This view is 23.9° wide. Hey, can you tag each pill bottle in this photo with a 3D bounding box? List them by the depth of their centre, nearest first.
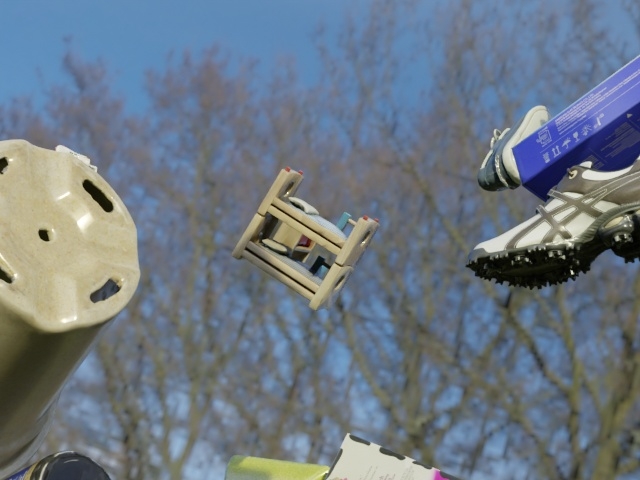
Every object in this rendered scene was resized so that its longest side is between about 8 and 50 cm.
[{"bbox_3d":[-0.330,0.322,1.649,0.219,0.123,0.122,-30,-47,31],"label":"pill bottle"}]

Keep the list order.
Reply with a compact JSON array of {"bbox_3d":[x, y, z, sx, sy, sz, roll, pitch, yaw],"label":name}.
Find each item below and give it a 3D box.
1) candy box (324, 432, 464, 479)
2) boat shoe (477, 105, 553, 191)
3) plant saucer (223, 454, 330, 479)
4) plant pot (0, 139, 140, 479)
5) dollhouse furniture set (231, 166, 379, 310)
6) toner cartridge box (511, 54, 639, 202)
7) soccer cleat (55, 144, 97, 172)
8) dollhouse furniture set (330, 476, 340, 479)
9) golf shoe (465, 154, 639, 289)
[{"bbox_3d":[0.103,0.351,1.834,0.233,0.159,0.071,19,-17,33],"label":"candy box"},{"bbox_3d":[0.317,-0.140,2.405,0.079,0.254,0.095,-23,-74,32],"label":"boat shoe"},{"bbox_3d":[-0.066,0.388,2.006,0.188,0.188,0.045,-1,1,43],"label":"plant saucer"},{"bbox_3d":[-0.362,0.060,1.630,0.333,0.334,0.305,28,-46,-24],"label":"plant pot"},{"bbox_3d":[0.000,0.000,1.900,0.129,0.129,0.183,33,7,15],"label":"dollhouse furniture set"},{"bbox_3d":[0.443,-0.159,2.021,0.348,0.075,0.165,-36,-46,27],"label":"toner cartridge box"},{"bbox_3d":[-0.344,-0.112,2.119,0.035,0.029,0.083,-5,-25,19],"label":"soccer cleat"},{"bbox_3d":[0.099,0.323,1.645,0.182,0.160,0.101,49,-18,60],"label":"dollhouse furniture set"},{"bbox_3d":[0.224,-0.018,1.358,0.198,0.094,0.077,-15,-29,17],"label":"golf shoe"}]
